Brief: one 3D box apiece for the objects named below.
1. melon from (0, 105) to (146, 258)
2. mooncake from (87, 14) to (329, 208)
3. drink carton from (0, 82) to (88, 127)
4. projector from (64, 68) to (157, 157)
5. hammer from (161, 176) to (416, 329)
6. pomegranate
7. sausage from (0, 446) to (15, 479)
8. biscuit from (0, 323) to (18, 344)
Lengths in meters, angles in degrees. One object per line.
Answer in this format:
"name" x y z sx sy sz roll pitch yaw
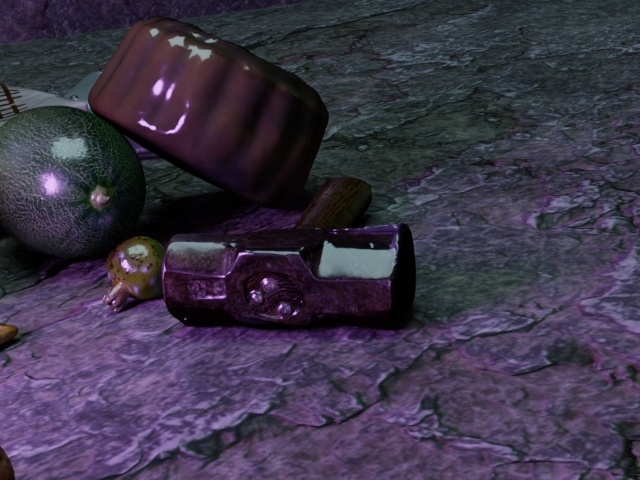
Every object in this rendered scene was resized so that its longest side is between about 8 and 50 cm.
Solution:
"melon" -0.305 -0.069 1.550 0.182 0.182 0.288 -15 19 -23
"mooncake" -0.134 -0.162 1.616 0.290 0.161 0.290 27 -2 1
"drink carton" -0.499 -0.149 1.945 0.194 0.132 0.324 -21 24 -34
"projector" -0.293 -0.210 2.083 0.198 0.108 0.250 -4 18 7
"hammer" 0.000 0.000 1.414 0.242 0.095 0.409 -3 13 12
"pomegranate" -0.201 0.034 1.387 0.084 0.073 0.073 -28 23 -12
"sausage" -0.380 0.184 0.980 0.327 0.079 0.087 -2 19 20
"biscuit" -0.359 0.102 1.309 0.083 0.018 0.081 3 21 29
